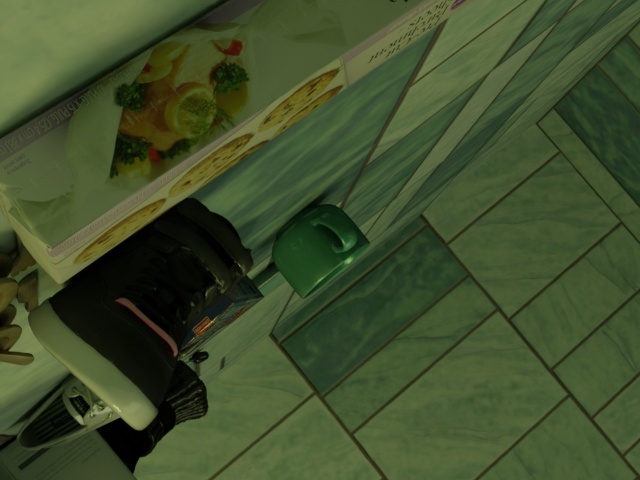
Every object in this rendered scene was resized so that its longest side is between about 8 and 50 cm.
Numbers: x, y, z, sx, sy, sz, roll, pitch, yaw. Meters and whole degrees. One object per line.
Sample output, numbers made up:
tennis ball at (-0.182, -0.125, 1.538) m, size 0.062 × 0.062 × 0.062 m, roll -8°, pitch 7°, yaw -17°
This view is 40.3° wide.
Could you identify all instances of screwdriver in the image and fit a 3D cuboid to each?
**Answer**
screwdriver at (-0.282, 0.255, 1.849) m, size 0.025 × 0.024 × 0.170 m, roll -70°, pitch 162°, yaw 6°

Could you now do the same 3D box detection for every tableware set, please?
tableware set at (-0.235, 0.066, 0.582) m, size 0.128 × 0.039 × 0.194 m, roll -37°, pitch 174°, yaw -26°

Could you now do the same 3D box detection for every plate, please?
plate at (-0.096, 0.074, 1.575) m, size 0.188 × 0.024 × 0.188 m, roll -40°, pitch 175°, yaw -4°

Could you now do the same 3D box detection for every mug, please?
mug at (0.001, 0.000, 1.263) m, size 0.158 × 0.097 × 0.129 m, roll -44°, pitch 172°, yaw 31°

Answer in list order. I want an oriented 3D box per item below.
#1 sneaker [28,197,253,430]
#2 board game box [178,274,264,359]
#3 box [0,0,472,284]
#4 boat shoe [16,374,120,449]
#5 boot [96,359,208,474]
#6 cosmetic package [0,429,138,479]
sneaker at (-0.119, 0.036, 0.642) m, size 0.147 × 0.104 × 0.296 m, roll -42°, pitch -168°, yaw -5°
board game box at (-0.165, 0.106, 1.218) m, size 0.194 × 0.060 × 0.194 m, roll -41°, pitch 173°, yaw 19°
box at (-0.031, -0.098, 0.485) m, size 0.324 × 0.063 × 0.067 m, roll -37°, pitch 175°, yaw -21°
boat shoe at (-0.284, 0.201, 1.080) m, size 0.226 × 0.083 × 0.076 m, roll -41°, pitch 175°, yaw 21°
boot at (-0.309, 0.316, 1.527) m, size 0.260 × 0.131 × 0.348 m, roll -30°, pitch -178°, yaw -22°
cosmetic package at (-0.369, 0.388, 1.266) m, size 0.138 × 0.225 × 0.224 m, roll -36°, pitch 174°, yaw -41°
